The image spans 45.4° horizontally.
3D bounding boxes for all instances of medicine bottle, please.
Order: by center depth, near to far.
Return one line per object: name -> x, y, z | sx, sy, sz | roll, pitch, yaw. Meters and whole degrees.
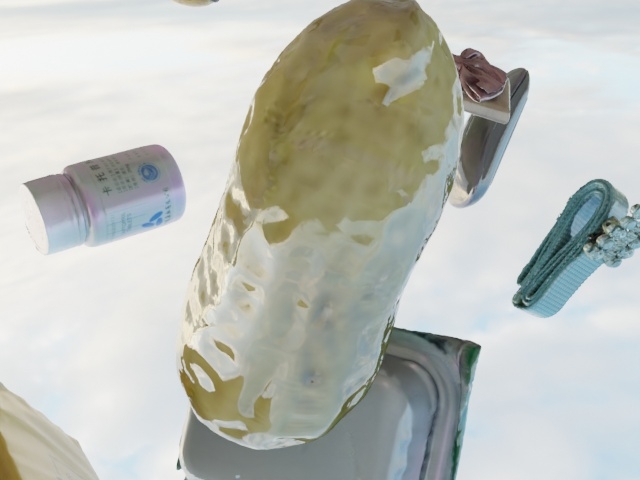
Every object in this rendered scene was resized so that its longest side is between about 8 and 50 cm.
medicine bottle -> -0.375, -0.071, 1.330 | 0.254, 0.152, 0.152 | -20, -151, -33

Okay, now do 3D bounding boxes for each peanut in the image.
peanut -> 0.000, 0.000, 0.598 | 0.169, 0.387, 0.192 | 24, -153, 5

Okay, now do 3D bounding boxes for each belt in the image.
belt -> 0.297, 0.020, 0.878 | 0.065, 0.179, 0.100 | 21, -161, -35

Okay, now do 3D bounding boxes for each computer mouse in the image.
computer mouse -> 0.248, -0.159, 1.166 | 0.057, 0.232, 0.120 | 24, 177, -12

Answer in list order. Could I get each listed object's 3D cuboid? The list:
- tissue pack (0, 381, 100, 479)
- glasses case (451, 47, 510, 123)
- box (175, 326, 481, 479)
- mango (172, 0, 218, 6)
tissue pack -> -0.302, 0.343, 0.650 | 0.293, 0.228, 0.382 | -43, -137, -11
glasses case -> 0.152, -0.207, 0.945 | 0.193, 0.070, 0.102 | 17, -156, -3
box -> -0.019, 0.203, 0.834 | 0.336, 0.264, 0.106 | 11, 177, 21
mango -> -0.235, -0.488, 1.290 | 0.147, 0.109, 0.227 | 2, -125, -35
